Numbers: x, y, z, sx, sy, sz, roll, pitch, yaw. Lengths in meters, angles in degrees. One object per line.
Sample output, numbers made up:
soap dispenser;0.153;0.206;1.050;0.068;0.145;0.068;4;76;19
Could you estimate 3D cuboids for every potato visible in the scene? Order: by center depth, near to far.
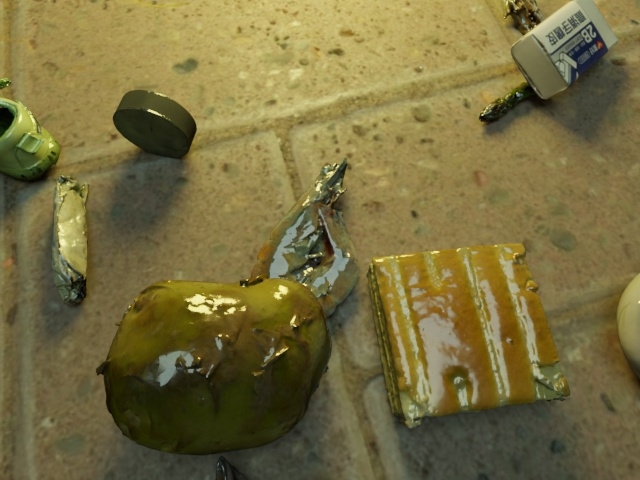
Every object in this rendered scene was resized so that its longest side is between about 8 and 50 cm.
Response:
potato;-0.133;0.162;0.615;0.300;0.196;0.246;-14;78;-1

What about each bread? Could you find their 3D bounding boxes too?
bread;0.206;0.134;0.686;0.240;0.111;0.245;-6;68;-2

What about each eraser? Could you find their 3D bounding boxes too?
eraser;0.471;-0.377;0.896;0.210;0.068;0.124;-39;94;-23

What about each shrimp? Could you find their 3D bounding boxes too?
shrimp;0.000;0.000;0.772;0.165;0.062;0.316;25;74;5
shrimp;0.403;-0.493;0.966;0.117;0.066;0.261;2;65;-42

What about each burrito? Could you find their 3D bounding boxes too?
burrito;-0.415;-0.007;0.773;0.058;0.063;0.229;4;62;-29

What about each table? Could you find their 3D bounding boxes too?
table;-0.288;-0.201;0.815;0.134;0.133;0.043;12;67;5

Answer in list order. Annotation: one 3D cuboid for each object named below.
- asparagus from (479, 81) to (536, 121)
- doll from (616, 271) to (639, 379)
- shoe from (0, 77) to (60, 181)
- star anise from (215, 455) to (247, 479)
asparagus;0.367;-0.270;0.900;0.165;0.030;0.036;-34;99;-14
doll;0.547;0.131;0.635;0.221;0.221;0.250;-8;67;-3
shoe;-0.590;-0.209;0.836;0.263;0.128;0.140;28;56;8
star anise;-0.102;0.384;0.593;0.232;0.089;0.208;0;79;6
